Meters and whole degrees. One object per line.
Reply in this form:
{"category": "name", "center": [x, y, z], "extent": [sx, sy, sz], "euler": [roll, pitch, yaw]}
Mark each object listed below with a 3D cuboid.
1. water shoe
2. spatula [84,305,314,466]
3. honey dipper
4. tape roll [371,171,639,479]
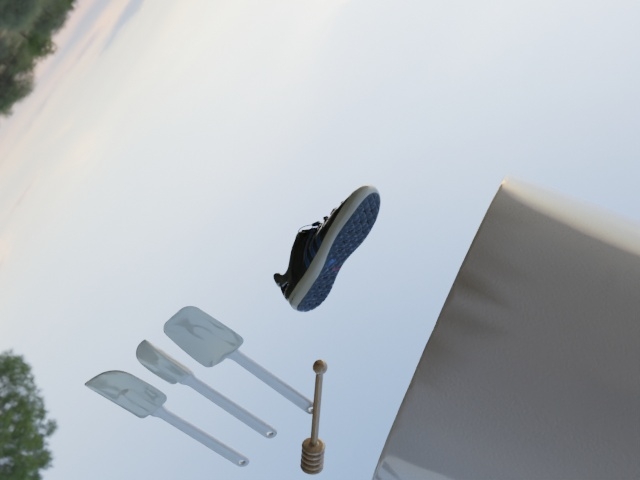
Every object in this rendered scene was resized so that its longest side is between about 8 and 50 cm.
{"category": "water shoe", "center": [0.000, 0.000, 0.864], "extent": [0.080, 0.073, 0.203], "euler": [43, -69, 31]}
{"category": "spatula", "center": [-0.120, 0.179, 0.748], "extent": [0.168, 0.242, 0.019], "euler": [-39, -148, 12]}
{"category": "honey dipper", "center": [-0.007, 0.213, 0.786], "extent": [0.030, 0.030, 0.161], "euler": [-124, -147, -60]}
{"category": "tape roll", "center": [0.159, 0.096, 0.445], "extent": [0.169, 0.246, 0.246], "euler": [24, -105, 15]}
